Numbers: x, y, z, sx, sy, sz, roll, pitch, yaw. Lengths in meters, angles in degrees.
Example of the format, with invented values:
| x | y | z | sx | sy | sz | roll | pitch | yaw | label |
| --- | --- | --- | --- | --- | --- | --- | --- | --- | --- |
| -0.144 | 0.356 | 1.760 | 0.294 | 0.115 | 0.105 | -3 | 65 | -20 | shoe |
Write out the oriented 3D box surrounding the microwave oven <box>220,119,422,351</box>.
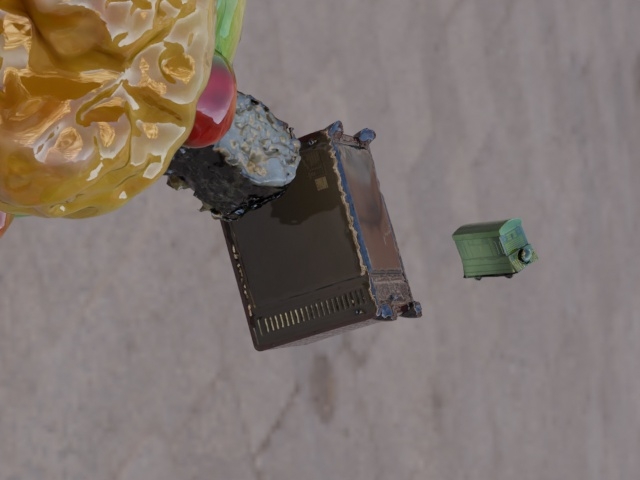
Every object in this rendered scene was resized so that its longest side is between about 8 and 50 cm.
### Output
| x | y | z | sx | sy | sz | roll | pitch | yaw | label |
| --- | --- | --- | --- | --- | --- | --- | --- | --- | --- |
| -0.002 | 0.000 | 1.946 | 0.188 | 0.178 | 0.247 | 3 | 71 | -68 | microwave oven |

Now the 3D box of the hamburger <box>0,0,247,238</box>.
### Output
| x | y | z | sx | sy | sz | roll | pitch | yaw | label |
| --- | --- | --- | --- | --- | --- | --- | --- | --- | --- |
| -0.136 | -0.106 | 0.668 | 0.149 | 0.237 | 0.237 | -82 | 164 | -76 | hamburger |

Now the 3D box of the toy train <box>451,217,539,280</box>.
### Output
| x | y | z | sx | sy | sz | roll | pitch | yaw | label |
| --- | --- | --- | --- | --- | --- | --- | --- | --- | --- |
| 0.171 | 0.008 | 1.575 | 0.038 | 0.093 | 0.056 | -30 | 102 | -31 | toy train |

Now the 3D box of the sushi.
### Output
| x | y | z | sx | sy | sz | roll | pitch | yaw | label |
| --- | --- | --- | --- | --- | --- | --- | --- | --- | --- |
| -0.132 | -0.107 | 1.747 | 0.212 | 0.115 | 0.147 | 38 | 43 | -14 | sushi |
